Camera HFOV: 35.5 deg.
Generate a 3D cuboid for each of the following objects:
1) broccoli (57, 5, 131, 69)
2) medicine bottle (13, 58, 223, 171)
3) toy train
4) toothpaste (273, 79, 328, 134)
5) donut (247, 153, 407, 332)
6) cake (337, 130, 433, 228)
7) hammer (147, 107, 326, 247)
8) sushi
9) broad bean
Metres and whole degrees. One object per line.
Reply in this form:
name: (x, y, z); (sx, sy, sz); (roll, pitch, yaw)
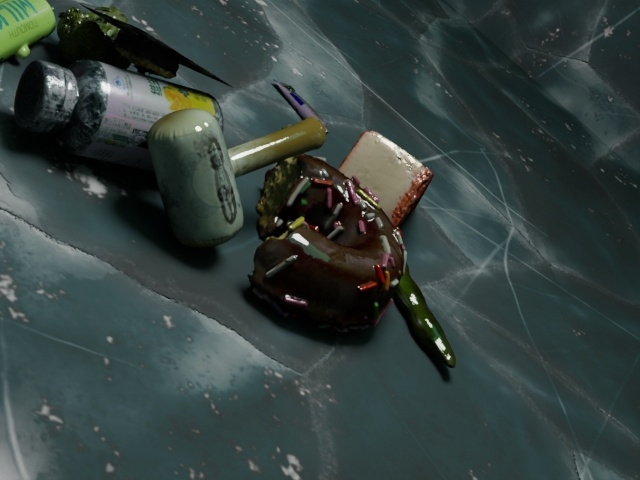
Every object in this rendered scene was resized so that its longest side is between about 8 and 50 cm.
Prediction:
broccoli: (-0.368, -0.329, 1.637); (0.130, 0.120, 0.131); (47, -9, -27)
medicine bottle: (-0.297, -0.183, 1.481); (0.293, 0.141, 0.141); (10, 40, -39)
toy train: (-0.506, -0.343, 1.536); (0.157, 0.105, 0.253); (49, 27, -11)
toothpaste: (-0.037, -0.270, 2.024); (0.170, 0.028, 0.045); (50, 24, 27)
donut: (0.020, 0.008, 1.583); (0.259, 0.136, 0.345); (27, 32, -13)
cake: (0.131, -0.129, 1.875); (0.158, 0.159, 0.262); (37, 27, 4)
hammer: (-0.108, -0.126, 1.492); (0.305, 0.202, 0.113); (-28, 29, -35)
sushi: (-0.265, -0.279, 1.539); (0.192, 0.050, 0.215); (28, 2, -45)
broad bean: (0.158, 0.104, 1.690); (0.060, 0.043, 0.297); (26, 28, -40)
